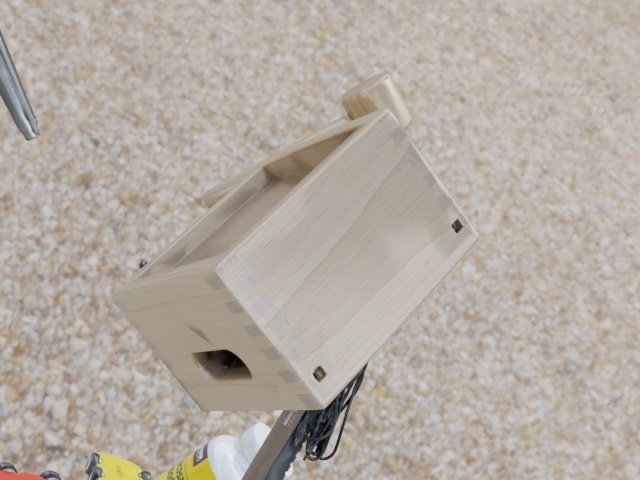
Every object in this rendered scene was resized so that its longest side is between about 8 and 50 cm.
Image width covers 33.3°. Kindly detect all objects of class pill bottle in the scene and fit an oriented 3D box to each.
[{"bbox_3d":[-0.128,0.300,1.292,0.103,0.184,0.103,51,12,-15],"label":"pill bottle"}]

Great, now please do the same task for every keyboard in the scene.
[{"bbox_3d":[-0.002,0.137,0.819,0.038,0.100,0.192,33,81,-9],"label":"keyboard"}]

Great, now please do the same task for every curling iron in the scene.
[{"bbox_3d":[-0.313,-0.222,0.982,0.274,0.035,0.068,67,23,-1],"label":"curling iron"}]

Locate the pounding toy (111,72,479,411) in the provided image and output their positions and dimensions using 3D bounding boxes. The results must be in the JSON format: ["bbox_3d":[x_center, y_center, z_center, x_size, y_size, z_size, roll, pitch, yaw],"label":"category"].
[{"bbox_3d":[-0.001,-0.002,0.584,0.206,0.181,0.094,-44,105,-29],"label":"pounding toy"}]

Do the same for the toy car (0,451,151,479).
[{"bbox_3d":[-0.159,0.255,0.920,0.225,0.053,0.239,23,0,19],"label":"toy car"}]

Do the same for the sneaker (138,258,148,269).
[{"bbox_3d":[-0.093,0.033,1.185,0.223,0.083,0.098,-16,72,-49],"label":"sneaker"}]
